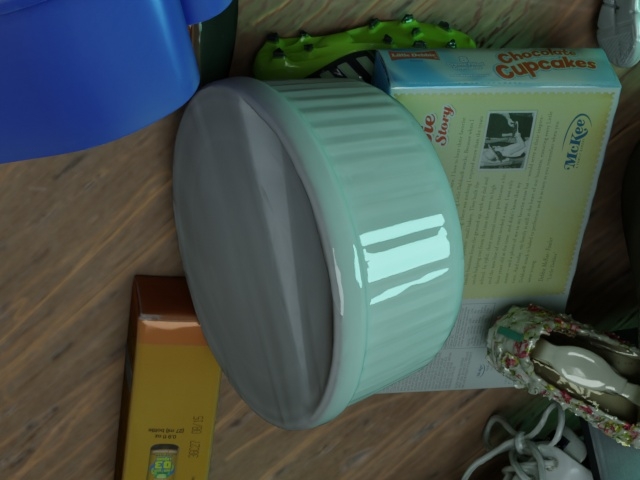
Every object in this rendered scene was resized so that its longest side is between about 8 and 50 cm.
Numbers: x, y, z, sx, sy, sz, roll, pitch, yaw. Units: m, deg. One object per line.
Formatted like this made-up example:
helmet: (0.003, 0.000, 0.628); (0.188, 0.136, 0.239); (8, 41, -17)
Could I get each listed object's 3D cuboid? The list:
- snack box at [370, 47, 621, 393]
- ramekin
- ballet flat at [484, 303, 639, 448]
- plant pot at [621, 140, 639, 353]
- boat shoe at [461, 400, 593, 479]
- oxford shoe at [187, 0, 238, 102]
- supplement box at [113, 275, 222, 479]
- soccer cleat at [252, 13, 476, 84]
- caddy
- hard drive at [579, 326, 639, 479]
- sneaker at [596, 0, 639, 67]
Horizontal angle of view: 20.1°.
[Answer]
snack box: (0.120, -0.010, 1.485); (0.187, 0.060, 0.322); (-1, 129, -12)
ramekin: (0.000, 0.000, 1.365); (0.127, 0.273, 0.272); (-14, 120, -25)
ballet flat: (0.248, 0.123, 1.504); (0.241, 0.077, 0.091); (19, 89, -16)
plant pot: (0.381, 0.009, 1.463); (0.323, 0.280, 0.323); (-5, 117, -9)
boat shoe: (0.211, 0.211, 1.609); (0.367, 0.136, 0.156); (-21, 111, -10)
oxford shoe: (-0.109, -0.196, 1.383); (0.076, 0.076, 0.212); (5, 122, 19)
supplement box: (-0.131, 0.149, 1.537); (0.078, 0.080, 0.233); (3, 114, -13)
soccer cleat: (0.035, -0.136, 1.445); (0.179, 0.060, 0.072); (-6, 128, -3)
caddy: (-0.223, -0.186, 1.233); (0.341, 0.241, 0.179); (-8, 128, 19)
hard drive: (0.267, 0.144, 1.564); (0.094, 0.022, 0.135); (-8, 80, -23)
sneaker: (0.264, -0.220, 1.460); (0.065, 0.061, 0.157); (-14, 123, -36)
